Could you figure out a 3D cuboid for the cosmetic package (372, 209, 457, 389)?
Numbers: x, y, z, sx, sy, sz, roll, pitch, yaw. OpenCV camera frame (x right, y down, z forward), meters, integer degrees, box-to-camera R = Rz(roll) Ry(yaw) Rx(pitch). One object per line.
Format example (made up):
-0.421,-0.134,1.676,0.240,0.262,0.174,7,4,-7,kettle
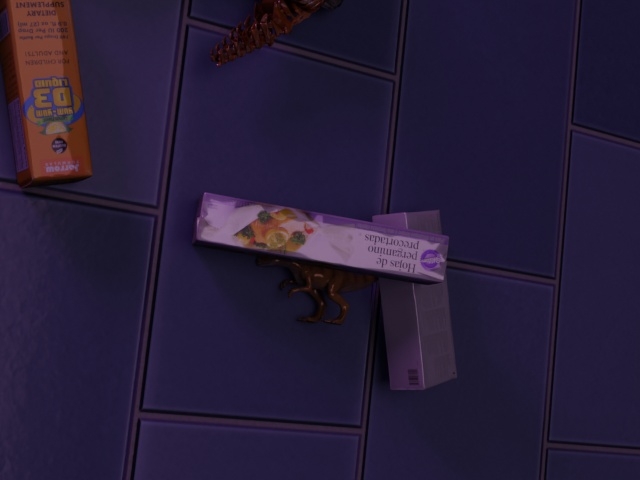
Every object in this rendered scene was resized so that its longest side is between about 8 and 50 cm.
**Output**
0.130,0.080,1.478,0.099,0.060,0.239,-5,89,-53,cosmetic package

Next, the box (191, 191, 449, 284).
0.000,0.000,1.364,0.323,0.067,0.063,10,84,-12,box

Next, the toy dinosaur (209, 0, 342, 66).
-0.040,-0.361,1.377,0.218,0.164,0.322,48,43,-37,toy dinosaur

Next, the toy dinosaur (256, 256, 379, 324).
0.018,0.056,1.427,0.211,0.064,0.112,13,79,-30,toy dinosaur

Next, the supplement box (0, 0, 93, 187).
-0.319,-0.181,1.233,0.078,0.080,0.234,-9,94,-29,supplement box
